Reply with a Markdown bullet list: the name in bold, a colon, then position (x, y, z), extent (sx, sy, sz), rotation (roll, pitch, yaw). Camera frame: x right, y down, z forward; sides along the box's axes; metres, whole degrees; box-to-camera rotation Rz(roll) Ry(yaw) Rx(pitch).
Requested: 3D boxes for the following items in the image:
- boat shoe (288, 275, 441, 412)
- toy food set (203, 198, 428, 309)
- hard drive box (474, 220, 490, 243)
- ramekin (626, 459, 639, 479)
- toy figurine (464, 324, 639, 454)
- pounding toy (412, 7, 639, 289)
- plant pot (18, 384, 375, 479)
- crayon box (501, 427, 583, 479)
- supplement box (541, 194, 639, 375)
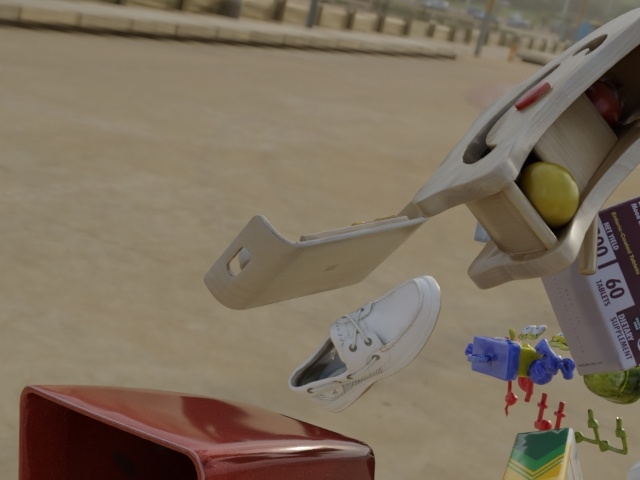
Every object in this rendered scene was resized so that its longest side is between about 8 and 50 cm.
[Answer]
- **boat shoe**: position (0.055, 0.143, 1.480), extent (0.096, 0.277, 0.098), rotation (21, 36, -32)
- **toy food set**: position (0.000, 0.000, 1.585), extent (0.306, 0.220, 0.092), rotation (-12, 69, -33)
- **hard drive box**: position (0.424, -0.012, 2.023), extent (0.232, 0.089, 0.181), rotation (11, -3, 18)
- **ramekin**: position (0.504, 0.305, 1.410), extent (0.207, 0.207, 0.109), rotation (-9, 61, -56)
- **toy figurine**: position (0.360, 0.245, 1.876), extent (0.217, 0.191, 0.362), rotation (13, 1, -27)
- **pounding toy**: position (0.197, -0.050, 0.743), extent (0.155, 0.154, 0.269), rotation (51, 44, -9)
- **plant pot**: position (-0.097, 0.268, 0.945), extent (0.236, 0.267, 0.267), rotation (-2, 7, -43)
- **crayon box**: position (0.283, 0.377, 1.322), extent (0.083, 0.203, 0.323), rotation (-10, 4, 16)
- **supplement box**: position (0.312, 0.015, 0.919), extent (0.239, 0.130, 0.073), rotation (-20, -4, -21)
